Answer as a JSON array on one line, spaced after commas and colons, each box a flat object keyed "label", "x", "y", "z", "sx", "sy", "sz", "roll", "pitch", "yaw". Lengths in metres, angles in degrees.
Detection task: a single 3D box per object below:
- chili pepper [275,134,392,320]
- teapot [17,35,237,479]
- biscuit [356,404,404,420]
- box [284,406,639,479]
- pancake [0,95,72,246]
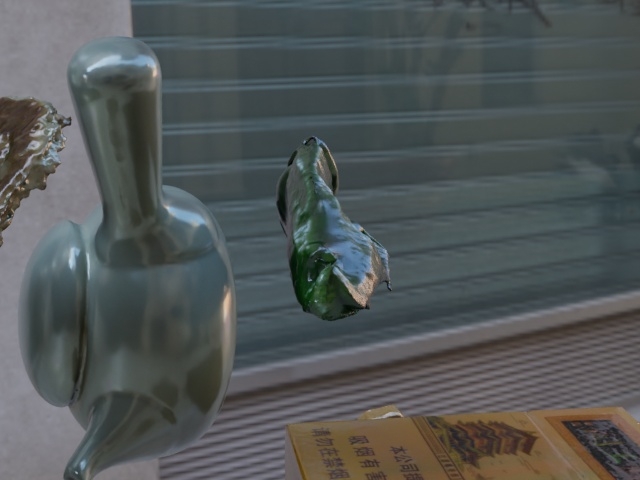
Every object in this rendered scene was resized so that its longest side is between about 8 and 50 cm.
[{"label": "chili pepper", "x": 0.003, "y": -0.002, "z": 0.679, "sx": 0.062, "sy": 0.108, "sz": 0.216, "roll": -30, "pitch": 14, "yaw": 4}, {"label": "teapot", "x": -0.139, "y": 0.009, "z": 0.747, "sx": 0.149, "sy": 0.318, "sz": 0.220, "roll": 1, "pitch": 15, "yaw": -23}, {"label": "biscuit", "x": 0.102, "y": 0.304, "z": 1.344, "sx": 0.236, "sy": 0.144, "sz": 0.040, "roll": 40, "pitch": 13, "yaw": -39}, {"label": "box", "x": 0.120, "y": 0.188, "z": 0.714, "sx": 0.274, "sy": 0.076, "sz": 0.174, "roll": -1, "pitch": 16, "yaw": -10}, {"label": "pancake", "x": -0.243, "y": 0.022, "z": 0.598, "sx": 0.212, "sy": 0.258, "sz": 0.056, "roll": -7, "pitch": -37, "yaw": 34}]
